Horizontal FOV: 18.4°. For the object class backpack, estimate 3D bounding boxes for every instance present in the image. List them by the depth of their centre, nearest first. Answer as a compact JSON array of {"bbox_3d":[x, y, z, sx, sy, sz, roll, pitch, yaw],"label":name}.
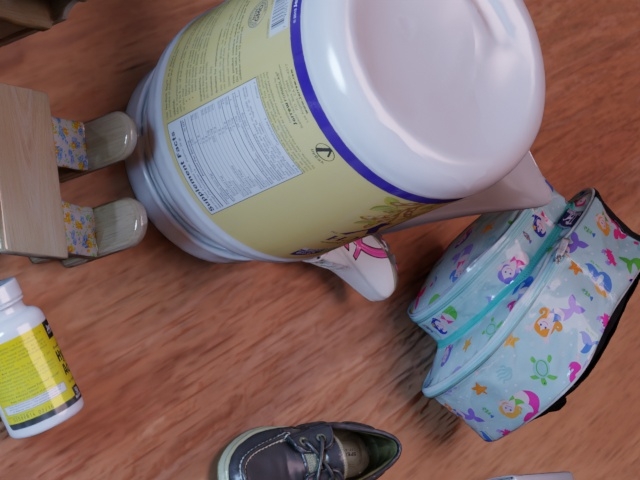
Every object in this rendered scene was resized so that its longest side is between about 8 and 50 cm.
[{"bbox_3d":[0.206,0.074,2.037,0.191,0.225,0.253,36,49,-11],"label":"backpack"}]

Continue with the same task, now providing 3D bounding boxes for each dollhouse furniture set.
[{"bbox_3d":[-0.224,-0.110,1.561,0.212,0.161,0.242,9,69,-53],"label":"dollhouse furniture set"}]

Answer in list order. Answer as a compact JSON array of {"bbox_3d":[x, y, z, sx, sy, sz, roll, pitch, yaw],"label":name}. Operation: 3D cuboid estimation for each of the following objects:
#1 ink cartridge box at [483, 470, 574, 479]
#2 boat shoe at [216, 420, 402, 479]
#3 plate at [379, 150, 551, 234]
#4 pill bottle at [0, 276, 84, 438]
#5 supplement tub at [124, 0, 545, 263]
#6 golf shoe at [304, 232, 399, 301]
[{"bbox_3d":[0.206,0.381,2.044,0.239,0.060,0.275,5,72,-55],"label":"ink cartridge box"},{"bbox_3d":[-0.006,0.200,1.810,0.223,0.073,0.080,-4,79,-55],"label":"boat shoe"},{"bbox_3d":[0.053,-0.126,1.869,0.045,0.277,0.278,-40,109,-36],"label":"plate"},{"bbox_3d":[-0.236,0.090,1.544,0.065,0.065,0.116,-37,106,-54],"label":"pill bottle"},{"bbox_3d":[0.002,-0.115,1.694,0.241,0.331,0.241,13,68,-34],"label":"supplement tub"},{"bbox_3d":[0.000,0.000,1.919,0.186,0.067,0.086,47,51,-18],"label":"golf shoe"}]
